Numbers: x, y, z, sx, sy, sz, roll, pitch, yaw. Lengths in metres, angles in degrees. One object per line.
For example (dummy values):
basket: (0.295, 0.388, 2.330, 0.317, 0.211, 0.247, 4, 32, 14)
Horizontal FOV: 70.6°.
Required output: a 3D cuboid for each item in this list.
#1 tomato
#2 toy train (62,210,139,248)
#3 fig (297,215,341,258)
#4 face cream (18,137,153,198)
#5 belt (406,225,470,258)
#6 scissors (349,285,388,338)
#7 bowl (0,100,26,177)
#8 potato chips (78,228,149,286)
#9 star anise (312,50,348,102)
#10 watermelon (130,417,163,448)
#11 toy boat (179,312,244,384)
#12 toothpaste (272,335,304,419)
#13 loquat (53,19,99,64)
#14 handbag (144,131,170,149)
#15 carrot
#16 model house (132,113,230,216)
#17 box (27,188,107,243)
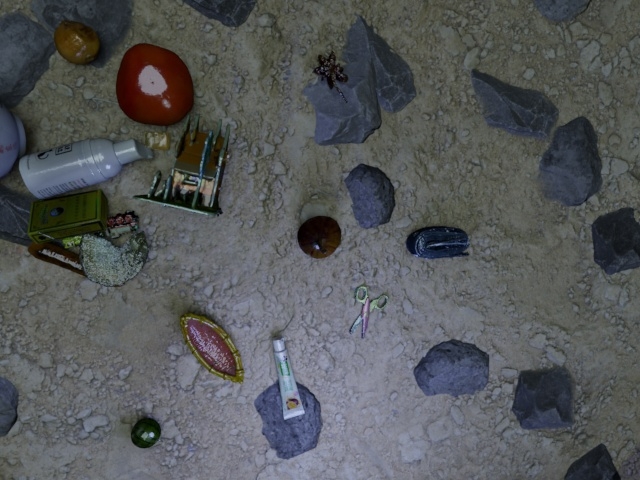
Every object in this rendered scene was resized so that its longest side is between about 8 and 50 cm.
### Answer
tomato: (-0.529, -0.495, 1.447, 0.260, 0.180, 0.259, -2, 103, -11)
toy train: (-0.733, -0.038, 1.515, 0.250, 0.053, 0.085, -15, 105, -9)
fig: (-0.015, -0.010, 1.573, 0.149, 0.202, 0.148, -22, 83, 29)
face cream: (-0.736, -0.254, 1.449, 0.370, 0.145, 0.145, -19, 97, -7)
belt: (0.436, 0.007, 1.656, 0.218, 0.128, 0.122, -5, 94, -9)
scissors: (0.167, 0.272, 1.691, 0.134, 0.020, 0.187, 22, 89, -7)
bowl: (-1.005, -0.317, 1.369, 0.157, 0.346, 0.345, -15, 99, -49)
potato chips: (-0.680, 0.048, 1.499, 0.220, 0.029, 0.202, -15, 98, -11)
star anise: (0.049, -0.570, 1.586, 0.097, 0.070, 0.190, -34, 101, -7)
watermelon: (-0.600, 0.669, 1.565, 0.109, 0.109, 0.109, -1, 94, -9)
toy boat: (-0.377, 0.373, 1.580, 0.141, 0.099, 0.318, -38, 102, -1)
toothpaste: (-0.127, 0.502, 1.653, 0.058, 0.056, 0.314, -6, 101, 32)
loquat: (-0.776, -0.631, 1.438, 0.137, 0.113, 0.137, 3, 101, 16)
handbag: (-0.554, -0.338, 1.530, 0.083, 0.027, 0.061, 0, 95, -7)
carrot: (-0.805, 0.085, 1.507, 0.314, 0.066, 0.066, 27, 90, -10)
model house: (-0.404, -0.243, 1.393, 0.243, 0.358, 0.312, 10, 95, -8)
box: (-0.810, -0.079, 1.458, 0.220, 0.064, 0.141, -12, 56, -6)
